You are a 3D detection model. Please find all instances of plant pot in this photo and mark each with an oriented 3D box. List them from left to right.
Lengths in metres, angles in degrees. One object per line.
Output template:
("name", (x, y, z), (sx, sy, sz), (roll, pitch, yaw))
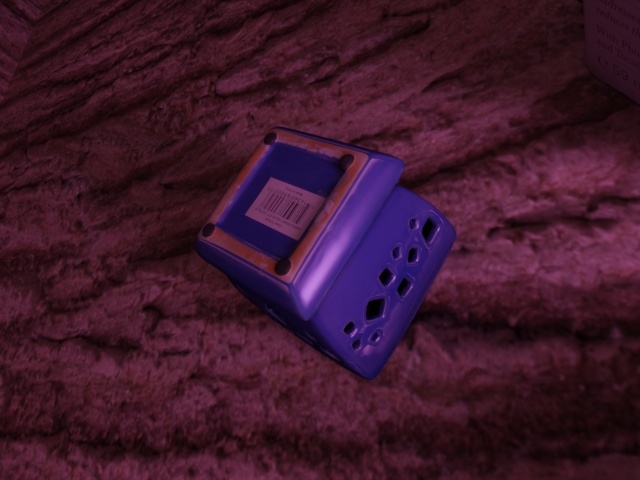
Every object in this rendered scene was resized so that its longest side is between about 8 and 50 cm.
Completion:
("plant pot", (0.000, 0.000, 0.607), (0.236, 0.212, 0.235), (25, 77, 38))

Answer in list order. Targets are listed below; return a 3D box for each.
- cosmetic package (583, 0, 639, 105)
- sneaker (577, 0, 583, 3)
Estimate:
("cosmetic package", (0.461, -0.297, 0.391), (0.328, 0.394, 0.329), (-33, 51, 10))
("sneaker", (0.455, -0.377, 0.653), (0.189, 0.066, 0.071), (-25, 54, 17))
